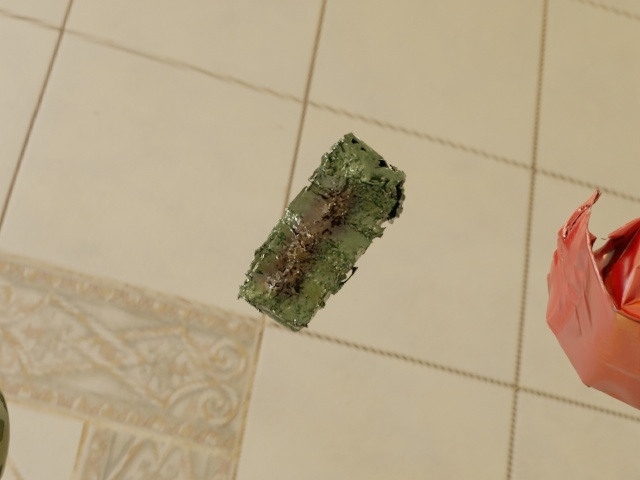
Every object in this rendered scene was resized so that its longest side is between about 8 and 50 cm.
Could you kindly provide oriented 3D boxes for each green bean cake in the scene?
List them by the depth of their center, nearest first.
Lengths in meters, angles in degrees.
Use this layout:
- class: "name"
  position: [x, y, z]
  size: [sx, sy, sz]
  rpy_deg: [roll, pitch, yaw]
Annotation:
- class: "green bean cake"
  position: [0.000, 0.000, 1.435]
  size: [0.107, 0.193, 0.208]
  rpy_deg: [39, 78, 2]

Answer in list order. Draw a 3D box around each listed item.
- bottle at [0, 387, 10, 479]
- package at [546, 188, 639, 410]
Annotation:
- class: "bottle"
  position: [-0.386, 0.109, 0.900]
  size: [0.347, 0.168, 0.168]
  rpy_deg: [25, 56, -33]
- class: "package"
  position: [0.395, 0.105, 1.139]
  size: [0.424, 0.196, 0.123]
  rpy_deg: [23, 64, 14]
